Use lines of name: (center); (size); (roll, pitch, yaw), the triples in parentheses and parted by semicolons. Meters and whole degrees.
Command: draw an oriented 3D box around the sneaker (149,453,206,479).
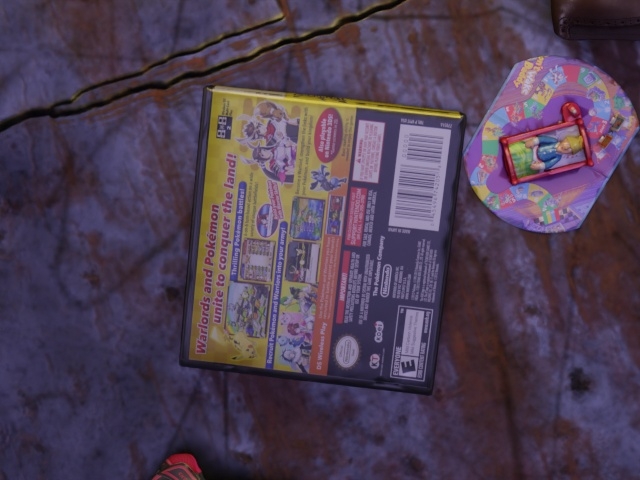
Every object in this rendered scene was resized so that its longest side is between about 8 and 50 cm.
sneaker: (-0.034, 0.302, 1.256); (0.299, 0.121, 0.112); (23, 69, -8)

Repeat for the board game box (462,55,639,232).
board game box: (0.216, -0.089, 1.218); (0.133, 0.033, 0.168); (30, 99, -2)

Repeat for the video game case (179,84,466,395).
video game case: (0.000, 0.000, 1.244); (0.248, 0.035, 0.274); (6, 100, 2)

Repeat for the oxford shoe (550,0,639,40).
oxford shoe: (0.382, -0.230, 1.162); (0.364, 0.130, 0.132); (3, 135, -5)
